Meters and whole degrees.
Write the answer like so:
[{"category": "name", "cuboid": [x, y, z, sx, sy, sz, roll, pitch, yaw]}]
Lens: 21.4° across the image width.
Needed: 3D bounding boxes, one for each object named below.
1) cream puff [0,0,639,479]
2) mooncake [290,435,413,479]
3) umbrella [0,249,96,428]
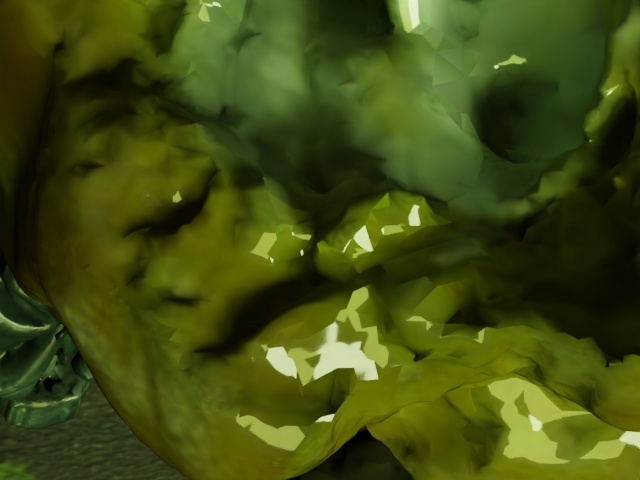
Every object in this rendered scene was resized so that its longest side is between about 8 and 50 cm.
[{"category": "cream puff", "cuboid": [0.034, -0.082, 0.542, 0.270, 0.323, 0.274, 11, 177, 19]}, {"category": "mooncake", "cuboid": [0.073, 0.216, 1.115, 0.228, 0.124, 0.228, -8, 147, -5]}, {"category": "umbrella", "cuboid": [-0.098, 0.000, 0.748, 0.143, 0.094, 0.349, 4, 146, -18]}]
